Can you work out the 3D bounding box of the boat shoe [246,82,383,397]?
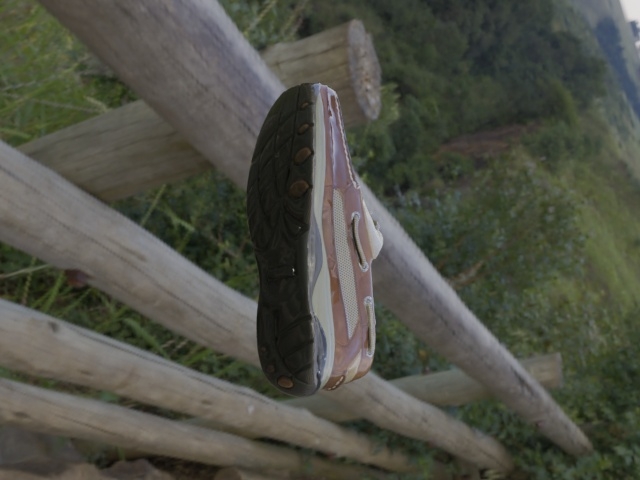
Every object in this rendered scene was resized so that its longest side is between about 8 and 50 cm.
[{"bbox_3d":[0.000,0.000,0.885,0.120,0.123,0.323,4,84,-38],"label":"boat shoe"}]
